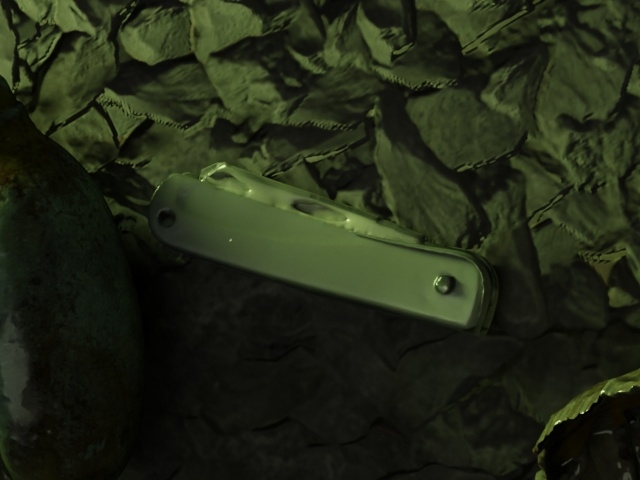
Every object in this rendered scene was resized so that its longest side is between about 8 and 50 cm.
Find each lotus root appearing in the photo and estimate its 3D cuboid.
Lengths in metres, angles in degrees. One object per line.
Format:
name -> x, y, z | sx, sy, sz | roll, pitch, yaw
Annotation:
lotus root -> -0.207, 0.033, 1.401 | 0.158, 0.140, 0.322 | -12, 84, 50

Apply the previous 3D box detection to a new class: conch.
conch -> 0.221, 0.143, 1.181 | 0.178, 0.245, 0.163 | -11, 55, 2

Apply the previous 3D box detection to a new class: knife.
knife -> 0.000, 0.003, 1.345 | 0.265, 0.040, 0.073 | 18, 95, 23
